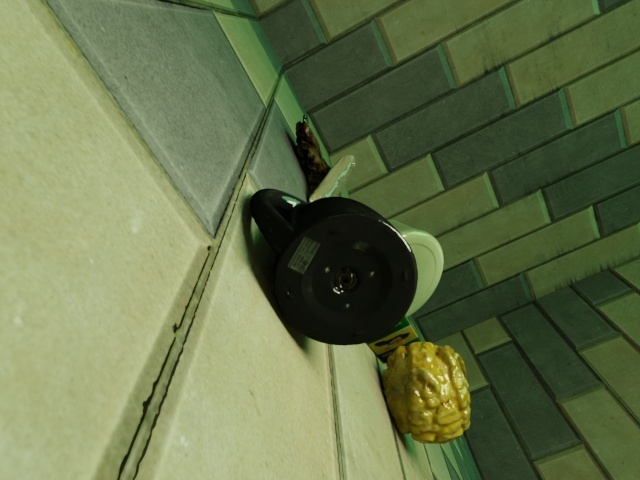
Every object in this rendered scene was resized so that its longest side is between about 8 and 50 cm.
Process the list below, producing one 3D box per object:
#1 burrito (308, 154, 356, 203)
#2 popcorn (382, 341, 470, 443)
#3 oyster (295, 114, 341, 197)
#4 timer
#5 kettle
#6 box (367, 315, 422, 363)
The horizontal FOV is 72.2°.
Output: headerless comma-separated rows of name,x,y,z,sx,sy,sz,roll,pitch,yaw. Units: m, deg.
burrito,0.040,-0.180,1.414,0.275,0.059,0.082,-59,134,-32
popcorn,0.262,0.361,1.082,0.190,0.250,0.250,9,45,-31
oyster,-0.019,-0.268,1.585,0.221,0.096,0.361,41,24,-79
timer,0.146,0.043,1.284,0.315,0.291,0.290,43,-11,52
kettle,0.000,0.000,0.748,0.268,0.207,0.290,32,14,-16
box,0.193,0.261,1.214,0.235,0.132,0.034,53,13,-45
